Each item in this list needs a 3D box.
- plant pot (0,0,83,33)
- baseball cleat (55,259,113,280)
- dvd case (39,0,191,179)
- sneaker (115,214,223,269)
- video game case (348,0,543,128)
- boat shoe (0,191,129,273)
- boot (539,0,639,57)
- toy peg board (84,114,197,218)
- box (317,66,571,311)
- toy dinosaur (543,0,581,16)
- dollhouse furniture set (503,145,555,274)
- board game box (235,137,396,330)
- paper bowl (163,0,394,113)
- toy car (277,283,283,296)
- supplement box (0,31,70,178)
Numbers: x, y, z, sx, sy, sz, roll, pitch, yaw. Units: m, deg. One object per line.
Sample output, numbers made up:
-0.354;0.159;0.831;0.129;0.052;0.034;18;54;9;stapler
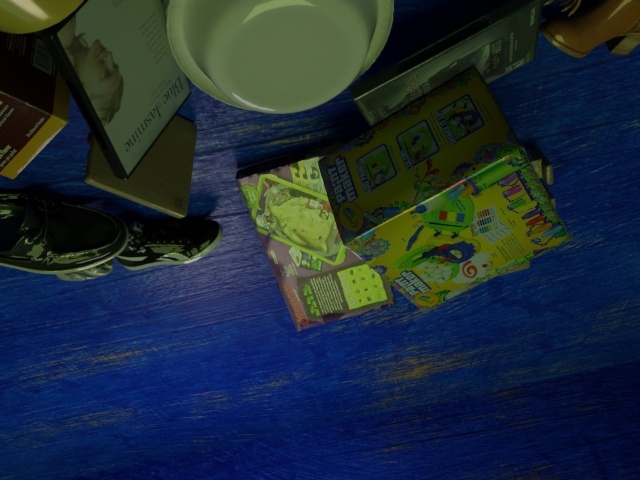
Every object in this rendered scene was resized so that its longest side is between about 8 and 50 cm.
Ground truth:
-0.327;-0.320;0.575;0.254;0.254;0.239;-17;164;10;plant pot
-0.500;0.036;1.220;0.109;0.072;0.206;-26;142;34;baseball cleat
-0.243;-0.218;0.815;0.022;0.180;0.253;19;151;15;dvd case
-0.301;-0.007;1.202;0.217;0.079;0.121;-16;149;10;sneaker
0.186;-0.245;0.941;0.274;0.026;0.196;-28;166;10;video game case
-0.498;-0.025;1.072;0.340;0.127;0.113;7;157;-10;boat shoe
0.419;-0.340;0.917;0.197;0.073;0.152;-8;150;-26;boot
-0.280;-0.123;0.968;0.079;0.160;0.161;-18;151;40;toy peg board
0.199;-0.062;1.023;0.279;0.177;0.290;-29;143;17;box
0.324;-0.363;0.855;0.212;0.064;0.112;-22;145;16;toy dinosaur
0.335;-0.072;1.290;0.212;0.161;0.242;-15;126;5;dollhouse furniture set
0.000;0.000;1.195;0.208;0.056;0.346;-17;119;3;board game box
-0.049;-0.272;0.806;0.284;0.148;0.284;-9;148;-6;paper bowl
-0.009;0.047;1.346;0.182;0.159;0.136;-11;110;4;toy car
-0.408;-0.210;0.745;0.129;0.191;0.194;-32;141;30;supplement box
